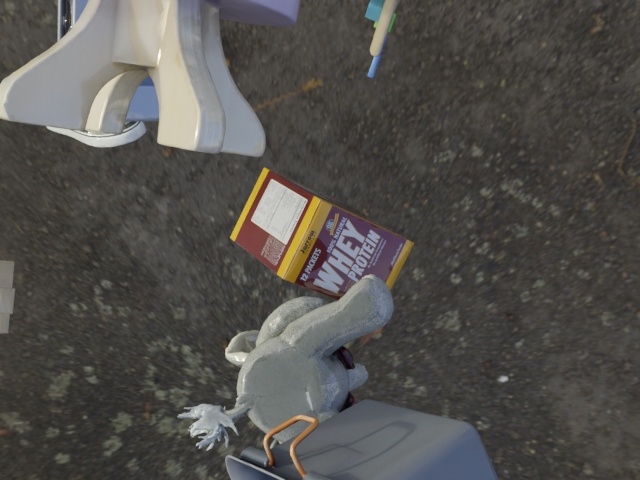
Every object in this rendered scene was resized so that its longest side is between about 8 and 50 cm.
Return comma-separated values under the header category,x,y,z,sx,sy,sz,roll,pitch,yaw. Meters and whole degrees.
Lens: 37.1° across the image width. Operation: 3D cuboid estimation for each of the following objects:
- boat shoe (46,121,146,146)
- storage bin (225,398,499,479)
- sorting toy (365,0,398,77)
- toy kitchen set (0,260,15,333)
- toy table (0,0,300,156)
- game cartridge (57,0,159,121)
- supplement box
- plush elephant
category,x,y,z,sx,sy,sz,roll,pitch,yaw
boat shoe,-0.378,-0.206,1.548,0.219,0.070,0.078,14,44,30
storage bin,0.023,0.126,0.489,0.091,0.135,0.098,-29,102,-26
sorting toy,0.121,-0.439,1.614,0.047,0.348,0.196,20,52,1
toy kitchen set,-0.400,0.066,1.112,0.075,0.068,0.083,6,80,-24
toy table,-0.152,-0.167,0.837,0.274,0.252,0.161,7,95,-26
game cartridge,-0.238,-0.302,1.231,0.198,0.062,0.297,-8,109,-44
supplement box,0.000,0.000,1.491,0.191,0.194,0.129,23,96,-34
plush elephant,-0.024,0.225,1.419,0.330,0.255,0.272,-16,84,3
